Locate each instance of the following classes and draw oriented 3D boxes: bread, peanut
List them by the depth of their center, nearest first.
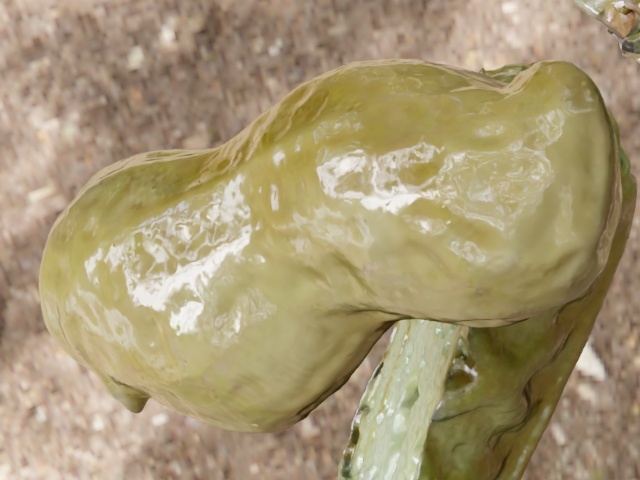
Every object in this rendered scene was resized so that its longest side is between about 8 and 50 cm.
[{"bbox_3d":[0.000,0.000,0.698,0.263,0.117,0.101,-23,-1,38],"label":"peanut"},{"bbox_3d":[0.070,0.039,0.843,0.088,0.232,0.128,15,17,-6],"label":"bread"}]

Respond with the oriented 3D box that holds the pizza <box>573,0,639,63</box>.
[{"bbox_3d":[0.170,-0.049,0.475,0.201,0.053,0.193,-23,58,15],"label":"pizza"}]
